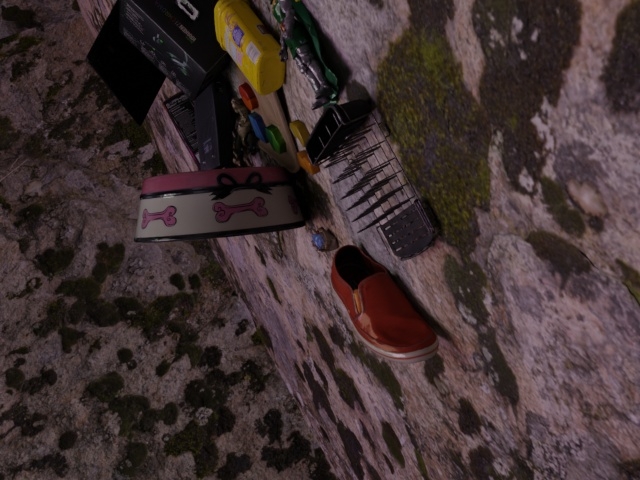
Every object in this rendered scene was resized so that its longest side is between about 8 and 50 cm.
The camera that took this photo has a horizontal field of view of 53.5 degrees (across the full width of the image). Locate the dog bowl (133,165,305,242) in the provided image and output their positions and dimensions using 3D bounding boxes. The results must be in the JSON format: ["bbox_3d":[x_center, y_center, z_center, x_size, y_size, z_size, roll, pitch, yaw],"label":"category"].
[{"bbox_3d":[-0.244,-0.089,1.517,0.408,0.407,0.151,-174,79,-70],"label":"dog bowl"}]

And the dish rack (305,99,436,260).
[{"bbox_3d":[0.083,-0.087,1.057,0.272,0.074,0.208,62,164,4],"label":"dish rack"}]

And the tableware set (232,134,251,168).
[{"bbox_3d":[-0.256,-0.251,1.825,0.194,0.039,0.128,61,166,-27],"label":"tableware set"}]

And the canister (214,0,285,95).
[{"bbox_3d":[-0.140,-0.391,1.275,0.170,0.073,0.126,55,161,22],"label":"canister"}]

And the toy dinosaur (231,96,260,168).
[{"bbox_3d":[-0.198,-0.251,1.651,0.268,0.063,0.118,103,156,-56],"label":"toy dinosaur"}]

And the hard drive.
[{"bbox_3d":[-0.288,-0.311,1.697,0.172,0.054,0.255,-12,84,62],"label":"hard drive"}]

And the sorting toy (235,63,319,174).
[{"bbox_3d":[-0.106,-0.263,1.412,0.307,0.041,0.229,43,153,50],"label":"sorting toy"}]

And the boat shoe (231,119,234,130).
[{"bbox_3d":[-0.270,-0.351,1.781,0.035,0.035,0.100,32,148,56],"label":"boat shoe"}]

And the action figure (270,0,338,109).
[{"bbox_3d":[-0.040,-0.341,1.080,0.232,0.063,0.137,65,167,7],"label":"action figure"}]

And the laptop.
[{"bbox_3d":[-0.628,-0.641,1.943,0.236,0.408,0.382,19,166,12],"label":"laptop"}]

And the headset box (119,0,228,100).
[{"bbox_3d":[-0.326,-0.480,1.458,0.246,0.131,0.283,43,167,-11],"label":"headset box"}]

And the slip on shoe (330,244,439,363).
[{"bbox_3d":[0.109,0.117,1.218,0.331,0.122,0.101,-130,25,-50],"label":"slip on shoe"}]

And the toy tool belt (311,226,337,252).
[{"bbox_3d":[0.000,0.000,1.466,0.083,0.051,0.052,43,153,50],"label":"toy tool belt"}]

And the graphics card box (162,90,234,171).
[{"bbox_3d":[-0.355,-0.267,2.006,0.371,0.094,0.233,56,171,21],"label":"graphics card box"}]
